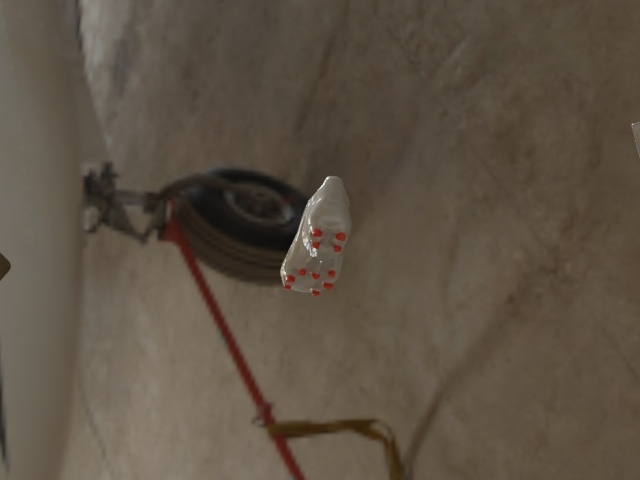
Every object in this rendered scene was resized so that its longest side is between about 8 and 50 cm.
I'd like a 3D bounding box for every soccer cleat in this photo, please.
[{"bbox_3d":[0.000,0.000,1.480,0.196,0.068,0.076,115,164,-59],"label":"soccer cleat"}]

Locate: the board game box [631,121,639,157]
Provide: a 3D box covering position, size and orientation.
[{"bbox_3d":[0.351,-0.068,1.083,0.154,0.026,0.104,-15,86,26],"label":"board game box"}]

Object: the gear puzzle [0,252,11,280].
[{"bbox_3d":[-0.479,-0.032,1.279,0.044,0.339,0.175,-28,21,43],"label":"gear puzzle"}]
